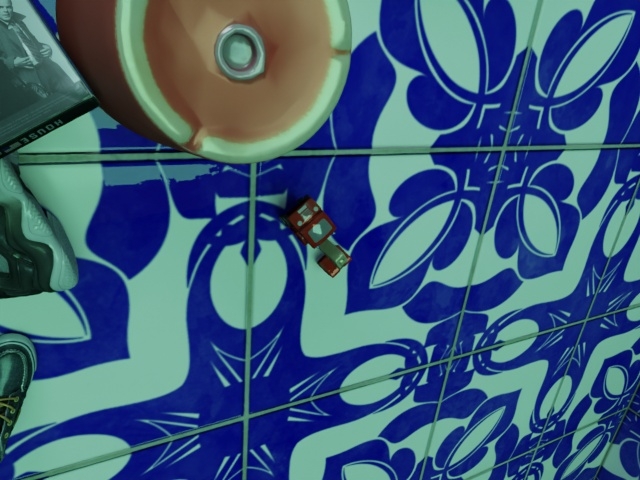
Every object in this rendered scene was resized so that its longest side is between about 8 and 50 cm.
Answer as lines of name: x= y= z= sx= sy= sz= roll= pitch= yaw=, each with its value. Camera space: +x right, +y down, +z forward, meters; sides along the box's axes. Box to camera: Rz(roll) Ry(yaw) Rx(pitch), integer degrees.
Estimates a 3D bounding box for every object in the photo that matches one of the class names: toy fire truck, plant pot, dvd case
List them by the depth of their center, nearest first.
dvd case: x=-0.341 y=-0.179 z=0.392 sx=0.179 sy=0.029 sz=0.238 roll=-33 pitch=91 yaw=-11
plant pot: x=-0.110 y=-0.199 z=0.452 sx=0.275 sy=0.243 sz=0.274 roll=-12 pitch=119 yaw=-23
toy fire truck: x=0.000 y=0.000 z=0.675 sx=0.047 sy=0.192 sz=0.135 roll=-43 pitch=98 yaw=-5

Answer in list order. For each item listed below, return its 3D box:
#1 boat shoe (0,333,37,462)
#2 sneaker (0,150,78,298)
boat shoe: x=-0.418 y=0.217 z=0.586 sx=0.065 sy=0.083 sz=0.183 roll=15 pitch=106 yaw=-33
sneaker: x=-0.384 y=-0.031 z=0.471 sx=0.153 sy=0.101 sz=0.268 roll=-25 pitch=124 yaw=-17
